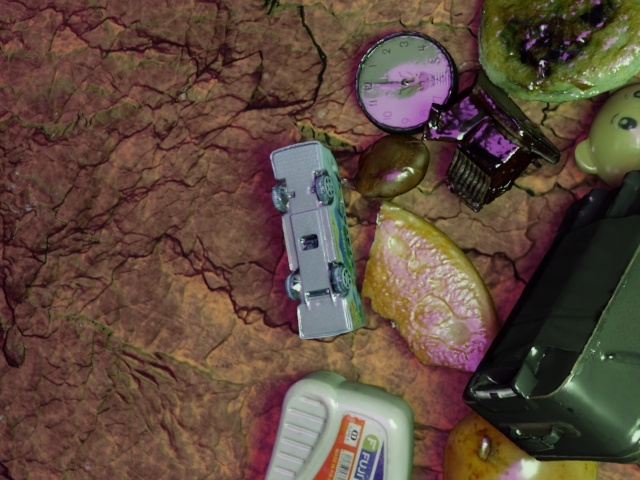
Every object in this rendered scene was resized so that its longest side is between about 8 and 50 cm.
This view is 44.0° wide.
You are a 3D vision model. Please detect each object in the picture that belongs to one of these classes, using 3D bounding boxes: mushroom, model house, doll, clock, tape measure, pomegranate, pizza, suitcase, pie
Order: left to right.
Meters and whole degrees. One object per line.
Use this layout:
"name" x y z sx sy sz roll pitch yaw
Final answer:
"tape measure" 0.026 0.367 1.351 0.265 0.130 0.258 16 95 13
"mushroom" 0.105 -0.125 1.361 0.171 0.135 0.080 -22 120 36
"clock" 0.149 -0.276 1.387 0.185 0.040 0.184 -1 87 18
"pizza" 0.183 0.092 1.340 0.182 0.074 0.365 -40 77 10
"model house" 0.262 -0.161 1.307 0.164 0.141 0.203 -45 67 24
"pomegranate" 0.305 0.354 1.209 0.248 0.248 0.248 -1 87 18
"pie" 0.390 -0.358 1.258 0.323 0.070 0.323 -11 66 27
"suitcase" 0.382 0.099 1.060 0.194 0.283 0.434 40 68 -5
"doll" 0.532 -0.137 1.190 0.261 0.161 0.177 27 82 17

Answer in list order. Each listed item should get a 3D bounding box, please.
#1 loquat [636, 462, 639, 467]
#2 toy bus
"loquat" 0.529 0.245 1.144 0.244 0.244 0.243 -1 87 18
"toy bus" 0.000 0.000 1.371 0.109 0.136 0.329 -11 84 22
